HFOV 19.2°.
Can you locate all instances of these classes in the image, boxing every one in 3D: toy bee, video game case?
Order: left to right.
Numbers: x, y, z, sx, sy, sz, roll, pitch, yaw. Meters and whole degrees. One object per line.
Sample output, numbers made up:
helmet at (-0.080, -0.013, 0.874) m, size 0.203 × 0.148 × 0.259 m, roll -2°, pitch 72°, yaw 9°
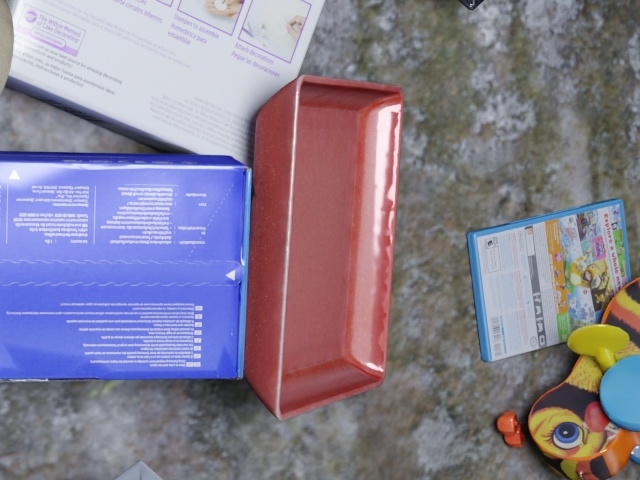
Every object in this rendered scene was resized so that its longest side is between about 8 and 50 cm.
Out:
video game case at (0.212, 0.035, 1.727) m, size 0.166 × 0.015 × 0.119 m, roll -13°, pitch 100°, yaw -27°
toy bee at (0.245, 0.145, 1.682) m, size 0.298 × 0.162 × 0.195 m, roll -53°, pitch 144°, yaw -42°

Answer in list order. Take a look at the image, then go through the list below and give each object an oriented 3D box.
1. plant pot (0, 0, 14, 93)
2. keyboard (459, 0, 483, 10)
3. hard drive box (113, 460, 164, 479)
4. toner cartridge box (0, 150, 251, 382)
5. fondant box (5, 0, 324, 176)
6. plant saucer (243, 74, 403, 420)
plant pot at (-0.350, -0.157, 1.285) m, size 0.274 × 0.256 × 0.256 m, roll 19°, pitch 86°, yaw -48°
keyboard at (0.219, -0.306, 1.625) m, size 0.317 × 0.033 × 0.201 m, roll -42°, pitch 153°, yaw -25°
hard drive box at (-0.155, 0.313, 1.458) m, size 0.181 × 0.089 × 0.232 m, roll -36°, pitch 137°, yaw -22°
toner cartridge box at (-0.230, 0.018, 1.398) m, size 0.348 × 0.075 × 0.165 m, roll 1°, pitch 100°, yaw -14°
fondant box at (-0.109, -0.243, 1.478) m, size 0.238 × 0.096 × 0.330 m, roll 23°, pitch 85°, yaw -29°
plant saucer at (0.000, 0.000, 1.521) m, size 0.258 × 0.048 × 0.259 m, roll -7°, pitch 100°, yaw -70°
